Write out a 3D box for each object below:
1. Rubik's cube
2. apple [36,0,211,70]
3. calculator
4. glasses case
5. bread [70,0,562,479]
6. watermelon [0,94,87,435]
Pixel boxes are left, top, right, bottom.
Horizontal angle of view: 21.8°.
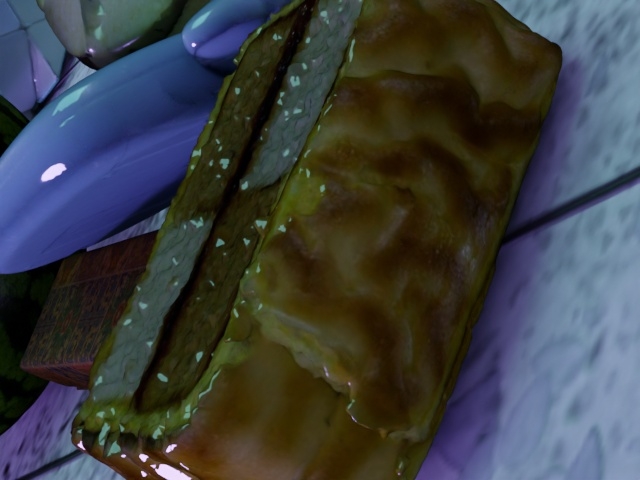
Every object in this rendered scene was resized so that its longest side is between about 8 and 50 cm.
[{"bbox_3d":[-0.374,-0.192,1.654,0.213,0.224,0.265,-38,37,53],"label":"Rubik's cube"},{"bbox_3d":[-0.065,-0.186,0.928,0.188,0.174,0.207,-8,52,43],"label":"apple"},{"bbox_3d":[-0.080,-0.054,0.832,0.188,0.042,0.303,-24,-6,-33],"label":"calculator"},{"bbox_3d":[-0.103,0.042,0.904,0.218,0.049,0.075,-13,55,66],"label":"glasses case"},{"bbox_3d":[0.000,0.000,0.625,0.181,0.096,0.222,-22,42,62],"label":"bread"},{"bbox_3d":[-0.295,0.015,1.084,0.285,0.285,0.285,-51,22,31],"label":"watermelon"}]
